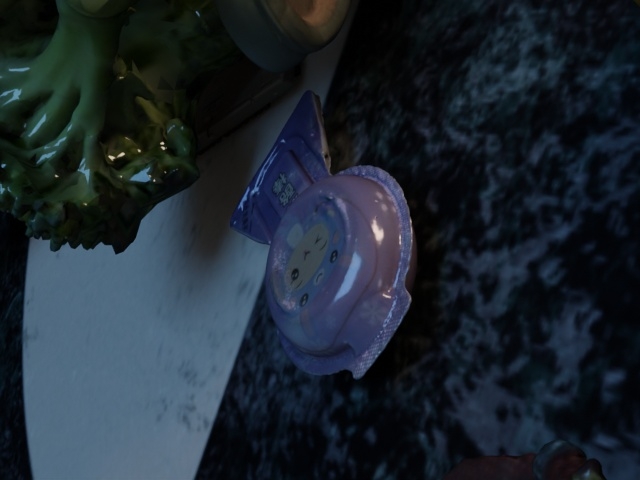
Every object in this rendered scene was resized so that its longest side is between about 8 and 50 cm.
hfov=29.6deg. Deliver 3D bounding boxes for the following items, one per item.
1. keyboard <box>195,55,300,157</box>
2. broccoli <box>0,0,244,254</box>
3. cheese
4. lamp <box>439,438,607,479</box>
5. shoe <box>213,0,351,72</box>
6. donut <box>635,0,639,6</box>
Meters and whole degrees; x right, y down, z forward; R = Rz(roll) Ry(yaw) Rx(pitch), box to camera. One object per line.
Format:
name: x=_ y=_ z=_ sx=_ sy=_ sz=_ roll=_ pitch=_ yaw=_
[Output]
keyboard: x=-0.064 y=-0.087 z=0.795 sx=0.166 sy=0.017 sz=0.055 roll=-28 pitch=46 yaw=47
broccoli: x=-0.171 y=-0.174 z=0.669 sx=0.302 sy=0.249 sz=0.375 roll=-54 pitch=-31 yaw=-71
cheese: x=0.000 y=0.000 z=0.620 sx=0.105 sy=0.042 sz=0.191 roll=-57 pitch=31 yaw=16
lamp: x=0.048 y=0.169 z=0.372 sx=0.223 sy=0.151 sz=0.215 roll=61 pitch=-131 yaw=-74
shoe: x=0.009 y=-0.198 z=0.663 sx=0.100 sy=0.103 sz=0.251 roll=-7 pitch=51 yaw=24
donut: x=0.167 y=-0.135 z=0.428 sx=0.140 sy=0.059 sz=0.140 roll=-32 pitch=48 yaw=43
